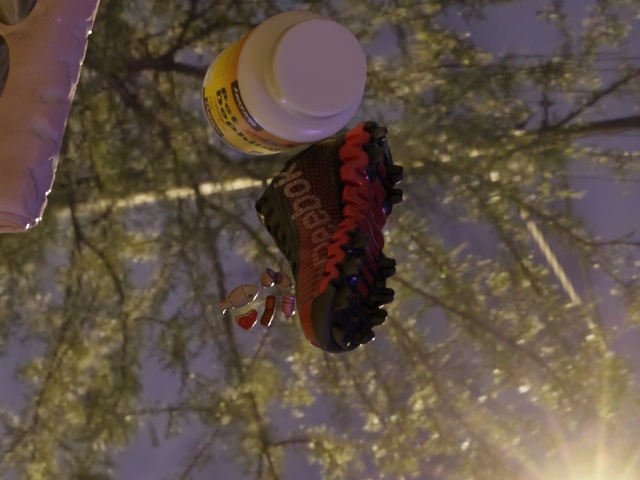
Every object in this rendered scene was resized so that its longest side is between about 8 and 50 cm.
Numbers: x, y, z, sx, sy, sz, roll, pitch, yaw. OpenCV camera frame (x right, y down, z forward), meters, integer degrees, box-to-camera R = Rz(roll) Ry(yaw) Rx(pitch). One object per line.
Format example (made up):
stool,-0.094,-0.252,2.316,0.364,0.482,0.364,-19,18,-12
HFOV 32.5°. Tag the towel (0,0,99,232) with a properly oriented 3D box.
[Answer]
towel,-0.353,-0.166,0.955,0.053,0.316,0.332,67,28,-63

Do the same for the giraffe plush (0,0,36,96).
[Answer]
giraffe plush,-0.195,-0.101,0.346,0.210,0.170,0.181,123,-11,-67

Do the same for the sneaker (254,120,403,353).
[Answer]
sneaker,0.000,0.000,1.038,0.135,0.276,0.098,-10,-47,18

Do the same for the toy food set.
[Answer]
toy food set,-0.073,0.084,1.524,0.078,0.122,0.019,58,-9,-14

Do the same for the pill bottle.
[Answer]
pill bottle,-0.033,-0.144,1.018,0.215,0.117,0.117,178,-99,-72
